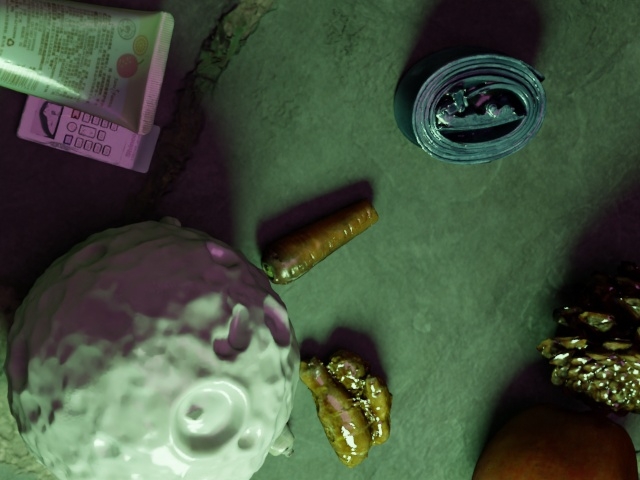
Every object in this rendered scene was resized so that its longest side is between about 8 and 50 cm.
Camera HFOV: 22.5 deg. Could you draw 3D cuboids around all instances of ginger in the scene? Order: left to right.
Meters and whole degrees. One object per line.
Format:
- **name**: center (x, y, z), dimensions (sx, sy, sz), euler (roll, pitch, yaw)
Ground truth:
- **ginger**: center (0.043, 0.204, 2.049), dimensions (0.103, 0.073, 0.162), euler (-30, 110, -13)

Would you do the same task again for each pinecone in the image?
- **pinecone**: center (0.408, 0.128, 2.110), dimensions (0.221, 0.221, 0.221), euler (-5, 104, -20)

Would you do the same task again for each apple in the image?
- **apple**: center (0.305, 0.327, 2.101), dimensions (0.234, 0.234, 0.234), euler (-5, 104, -20)

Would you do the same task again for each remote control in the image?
- **remote control**: center (-0.271, -0.128, 1.879), dimensions (0.162, 0.029, 0.061), euler (17, 94, -19)

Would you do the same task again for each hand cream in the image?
- **hand cream**: center (-0.317, -0.220, 1.807), dimensions (0.306, 0.093, 0.147), euler (12, 90, -24)
- **hand cream**: center (-0.088, 0.212, 2.029), dimensions (0.057, 0.037, 0.165), euler (-42, 105, -7)

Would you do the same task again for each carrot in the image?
- **carrot**: center (0.000, 0.000, 2.000), dimensions (0.161, 0.055, 0.055), euler (-30, 111, -14)

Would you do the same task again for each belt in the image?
- **belt**: center (0.193, -0.170, 2.016), dimensions (0.190, 0.082, 0.141), euler (-6, 109, -18)

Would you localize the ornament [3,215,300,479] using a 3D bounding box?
- **ornament**: center (-0.186, 0.146, 1.821), dimensions (0.337, 0.337, 0.337), euler (-5, 104, -20)
